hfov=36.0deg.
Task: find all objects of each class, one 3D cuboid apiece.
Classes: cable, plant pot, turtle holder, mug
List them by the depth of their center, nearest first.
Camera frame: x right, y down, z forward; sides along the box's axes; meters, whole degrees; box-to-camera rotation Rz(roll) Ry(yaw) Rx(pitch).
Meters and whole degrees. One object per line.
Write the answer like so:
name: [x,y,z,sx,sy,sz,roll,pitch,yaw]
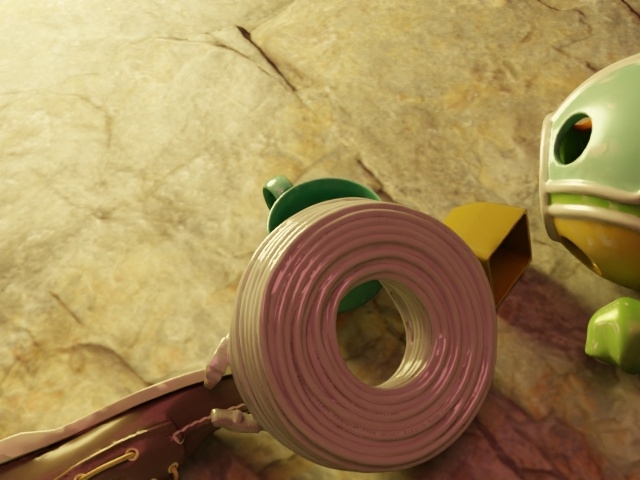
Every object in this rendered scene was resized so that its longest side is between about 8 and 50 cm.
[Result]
cable: [0.043,0.084,0.914,0.257,0.089,0.257,23,75,-19]
turtle holder: [0.346,-0.036,1.000,0.227,0.243,0.320,-1,91,22]
plant pot: [0.167,0.008,1.051,0.083,0.081,0.081,22,56,34]
mug: [0.009,0.002,1.052,0.129,0.097,0.158,-7,51,-1]

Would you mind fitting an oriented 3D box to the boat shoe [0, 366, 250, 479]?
boat shoe: [-0.186,0.202,0.908,0.324,0.116,0.097,-19,72,-17]
